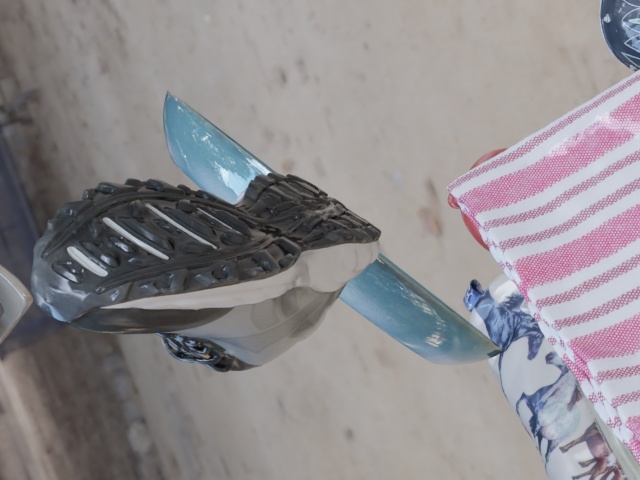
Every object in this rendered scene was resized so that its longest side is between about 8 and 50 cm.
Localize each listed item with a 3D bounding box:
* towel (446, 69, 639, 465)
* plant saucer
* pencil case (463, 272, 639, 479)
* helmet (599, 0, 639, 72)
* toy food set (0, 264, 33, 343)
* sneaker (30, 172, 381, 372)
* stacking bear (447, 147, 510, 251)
[{"bbox_3d":[0.158,-0.002,0.641,0.197,0.144,0.029,60,-179,41],"label":"towel"},{"bbox_3d":[0.000,0.000,1.070,0.317,0.044,0.317,37,-178,-1],"label":"plant saucer"},{"bbox_3d":[0.308,0.200,1.649,0.183,0.160,0.410,67,180,-50],"label":"pencil case"},{"bbox_3d":[0.375,-0.236,1.444,0.161,0.169,0.169,-38,-69,-64],"label":"helmet"},{"bbox_3d":[-0.439,0.122,1.351,0.092,0.306,0.220,65,154,5],"label":"toy food set"},{"bbox_3d":[-0.057,0.029,0.770,0.100,0.271,0.108,33,107,24],"label":"sneaker"},{"bbox_3d":[0.270,-0.013,1.487,0.289,0.175,0.164,24,140,40],"label":"stacking bear"}]
